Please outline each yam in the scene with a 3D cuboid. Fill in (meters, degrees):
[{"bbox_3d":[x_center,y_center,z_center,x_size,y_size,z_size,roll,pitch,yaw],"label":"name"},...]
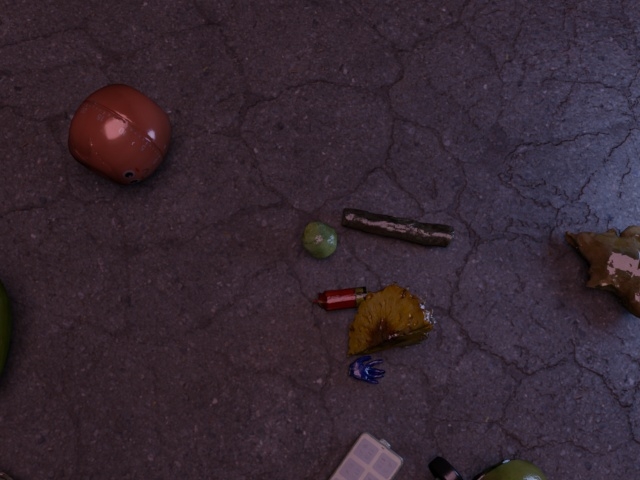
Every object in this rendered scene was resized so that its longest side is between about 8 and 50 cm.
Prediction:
[{"bbox_3d":[0.187,-0.032,1.956,0.274,0.061,0.061,11,75,1],"label":"yam"}]

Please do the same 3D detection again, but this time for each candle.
[{"bbox_3d":[0.047,0.140,1.906,0.131,0.052,0.052,-6,75,-3],"label":"candle"}]

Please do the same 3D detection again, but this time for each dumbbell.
[{"bbox_3d":[0.225,0.573,1.773,0.191,0.100,0.100,-38,80,-12],"label":"dumbbell"}]

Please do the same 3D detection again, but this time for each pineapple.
[{"bbox_3d":[0.185,0.176,1.855,0.164,0.250,0.139,4,64,-35],"label":"pineapple"}]

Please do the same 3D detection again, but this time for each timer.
[{"bbox_3d":[-0.472,-0.246,1.893,0.230,0.229,0.214,34,82,6],"label":"timer"}]

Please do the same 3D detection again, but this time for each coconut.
[{"bbox_3d":[0.000,0.000,1.926,0.088,0.096,0.087,-17,58,29],"label":"coconut"}]

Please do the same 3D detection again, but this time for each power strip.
[{"bbox_3d":[0.071,0.560,1.798,0.118,0.046,0.270,36,77,7],"label":"power strip"}]

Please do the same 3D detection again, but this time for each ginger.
[{"bbox_3d":[0.719,0.044,1.924,0.270,0.123,0.219,40,80,8],"label":"ginger"}]

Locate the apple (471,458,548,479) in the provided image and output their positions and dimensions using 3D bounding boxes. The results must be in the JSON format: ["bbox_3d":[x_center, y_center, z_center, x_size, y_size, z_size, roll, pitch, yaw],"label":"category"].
[{"bbox_3d":[0.421,0.584,1.751,0.188,0.174,0.207,-25,93,-6],"label":"apple"}]

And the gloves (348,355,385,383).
[{"bbox_3d":[0.110,0.301,1.878,0.086,0.026,0.064,11,73,1],"label":"gloves"}]

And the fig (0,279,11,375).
[{"bbox_3d":[-0.806,0.202,1.754,0.258,0.258,0.326,-10,93,-5],"label":"fig"}]

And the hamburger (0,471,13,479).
[{"bbox_3d":[-0.732,0.630,1.681,0.302,0.170,0.301,1,80,-3],"label":"hamburger"}]
